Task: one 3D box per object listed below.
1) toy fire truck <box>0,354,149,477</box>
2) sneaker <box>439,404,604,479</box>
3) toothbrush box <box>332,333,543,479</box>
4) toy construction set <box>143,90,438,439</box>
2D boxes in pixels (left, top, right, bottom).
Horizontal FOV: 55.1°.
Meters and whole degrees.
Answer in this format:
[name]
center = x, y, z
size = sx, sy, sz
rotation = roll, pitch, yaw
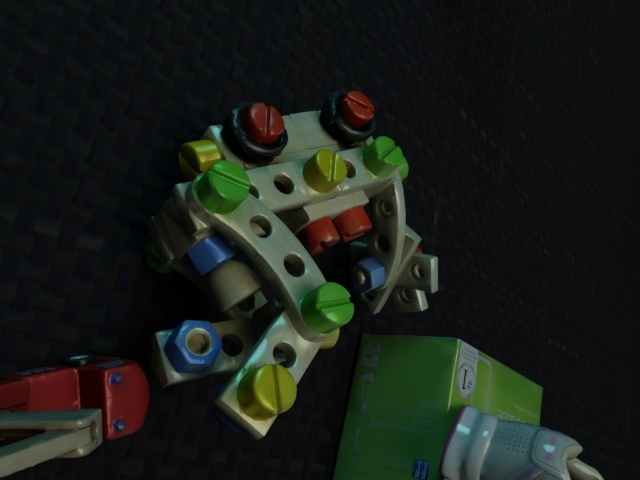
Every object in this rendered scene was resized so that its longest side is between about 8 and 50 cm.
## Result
[toy fire truck]
center = -0.159, 0.097, 0.311
size = 0.192, 0.135, 0.047
rotation = -2, 87, -48
[sneaker]
center = 0.200, 0.254, 0.537
size = 0.103, 0.111, 0.252
rotation = -54, 124, -36
[toothbrush box]
center = 0.118, 0.259, 0.621
size = 0.206, 0.122, 0.283
rotation = 33, 64, -42
[toy construction set]
center = 0.000, 0.000, 0.490
size = 0.328, 0.151, 0.215
rotation = -12, 71, -56
